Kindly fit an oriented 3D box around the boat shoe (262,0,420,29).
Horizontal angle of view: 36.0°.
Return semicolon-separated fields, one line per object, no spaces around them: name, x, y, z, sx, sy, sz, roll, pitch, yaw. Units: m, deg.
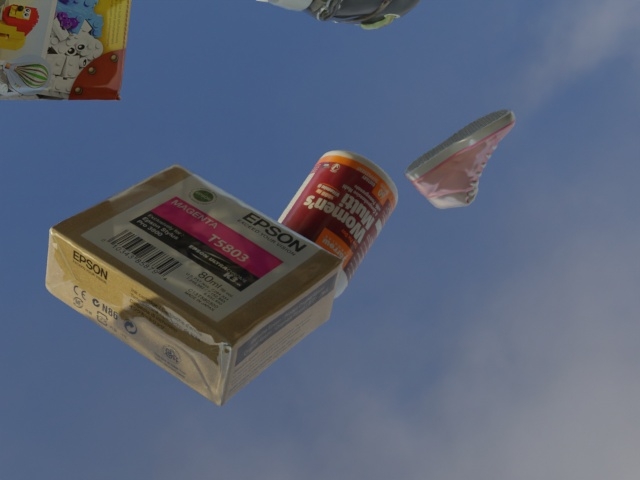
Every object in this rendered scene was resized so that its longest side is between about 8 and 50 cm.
boat shoe;0.006;-0.222;0.757;0.091;0.109;0.305;13;-161;-13

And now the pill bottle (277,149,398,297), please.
pill bottle;0.000;0.000;1.268;0.121;0.121;0.221;28;-115;10

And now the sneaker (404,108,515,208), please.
sneaker;0.163;-0.083;1.058;0.070;0.134;0.051;52;-157;-13

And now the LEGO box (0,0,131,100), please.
LEGO box;-0.361;-0.393;0.899;0.372;0.500;0.193;-5;-149;-29

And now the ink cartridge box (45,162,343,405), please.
ink cartridge box;-0.126;0.034;1.000;0.234;0.088;0.193;29;-141;21
